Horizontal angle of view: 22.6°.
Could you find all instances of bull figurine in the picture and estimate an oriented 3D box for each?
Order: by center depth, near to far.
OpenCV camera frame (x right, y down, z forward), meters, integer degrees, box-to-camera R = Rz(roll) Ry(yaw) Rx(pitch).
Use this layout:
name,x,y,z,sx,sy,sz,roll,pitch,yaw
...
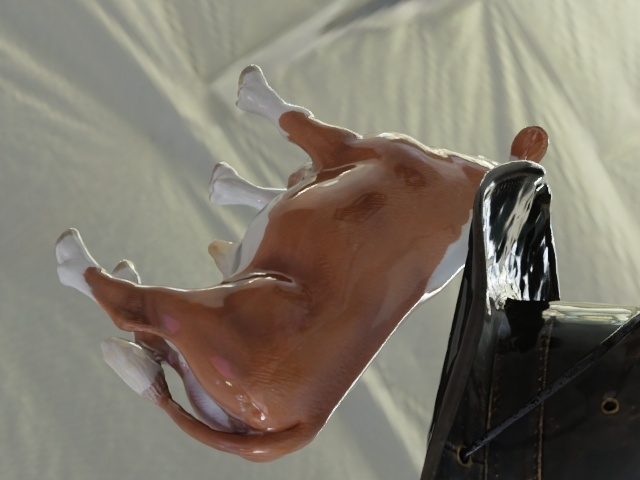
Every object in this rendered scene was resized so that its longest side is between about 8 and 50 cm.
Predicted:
name,x,y,z,sx,sy,sz,roll,pitch,yaw
bull figurine,0.000,0.000,0.897,0.188,0.101,0.310,24,-139,20

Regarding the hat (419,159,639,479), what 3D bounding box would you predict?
name,x,y,z,sx,sy,sz,roll,pitch,yaw
hat,0.137,0.128,0.717,0.331,0.134,0.331,2,-90,-73
